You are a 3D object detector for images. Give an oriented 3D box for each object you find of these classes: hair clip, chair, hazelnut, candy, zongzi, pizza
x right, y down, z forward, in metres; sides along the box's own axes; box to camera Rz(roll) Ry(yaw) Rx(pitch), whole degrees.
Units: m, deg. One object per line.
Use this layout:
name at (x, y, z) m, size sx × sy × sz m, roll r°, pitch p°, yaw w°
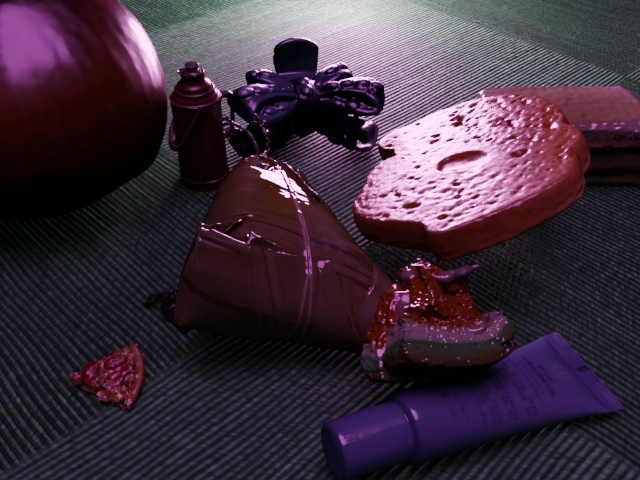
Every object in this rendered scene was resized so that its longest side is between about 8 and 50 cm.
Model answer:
hair clip at (-0.035, -0.261, 1.336) m, size 0.310 × 0.194 × 0.206 m, roll -5°, pitch 49°, yaw -14°
chair at (-0.223, 0.095, 1.003) m, size 0.086 × 0.042 × 0.037 m, roll -11°, pitch 20°, yaw 49°
hazelnut at (-0.466, -0.221, 1.125) m, size 0.429 × 0.402 × 0.402 m, roll -18°, pitch 43°, yaw -22°
candy at (0.464, -0.204, 1.301) m, size 0.321 × 0.135 × 0.179 m, roll 1°, pitch 38°, yaw -1°
zongzi at (0.000, 0.000, 1.043) m, size 0.418 × 0.181 × 0.447 m, roll 17°, pitch 34°, yaw -6°
pizza at (-0.269, 0.183, 0.896) m, size 0.100 × 0.029 × 0.099 m, roll -26°, pitch 47°, yaw -28°

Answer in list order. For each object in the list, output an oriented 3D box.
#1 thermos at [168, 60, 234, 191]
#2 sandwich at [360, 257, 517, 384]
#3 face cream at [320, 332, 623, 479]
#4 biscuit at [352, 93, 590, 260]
thermos at (-0.213, -0.209, 1.214) m, size 0.124 × 0.232 × 0.099 m, roll -11°, pitch 40°, yaw -16°
sandwich at (0.135, 0.092, 0.831) m, size 0.185 × 0.109 × 0.160 m, roll -3°, pitch 68°, yaw -30°
face cream at (0.187, 0.206, 0.840) m, size 0.385 × 0.086 × 0.135 m, roll -11°, pitch 44°, yaw -22°
biscuit at (0.234, -0.112, 1.060) m, size 0.350 × 0.078 × 0.455 m, roll -14°, pitch 28°, yaw 26°
